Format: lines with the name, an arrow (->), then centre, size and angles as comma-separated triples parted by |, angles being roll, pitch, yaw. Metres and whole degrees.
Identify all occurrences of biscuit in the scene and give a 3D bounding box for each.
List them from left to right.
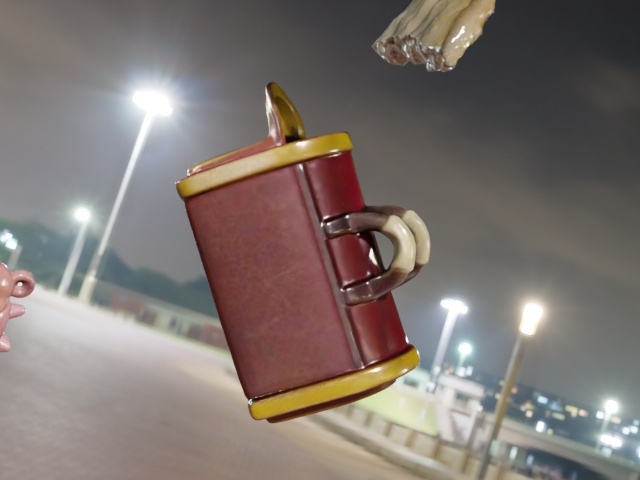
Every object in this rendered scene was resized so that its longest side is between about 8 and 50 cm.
biscuit -> 0.119, -0.223, 1.026 | 0.038, 0.141, 0.290 | 40, 3, -13

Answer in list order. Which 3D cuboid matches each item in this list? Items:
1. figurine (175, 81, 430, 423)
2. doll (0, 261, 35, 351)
figurine -> 0.000, -0.001, 0.511 | 0.098, 0.154, 0.082 | -15, 2, 30
doll -> -0.446, 0.083, 1.210 | 0.093, 0.261, 0.211 | -123, -168, -54
